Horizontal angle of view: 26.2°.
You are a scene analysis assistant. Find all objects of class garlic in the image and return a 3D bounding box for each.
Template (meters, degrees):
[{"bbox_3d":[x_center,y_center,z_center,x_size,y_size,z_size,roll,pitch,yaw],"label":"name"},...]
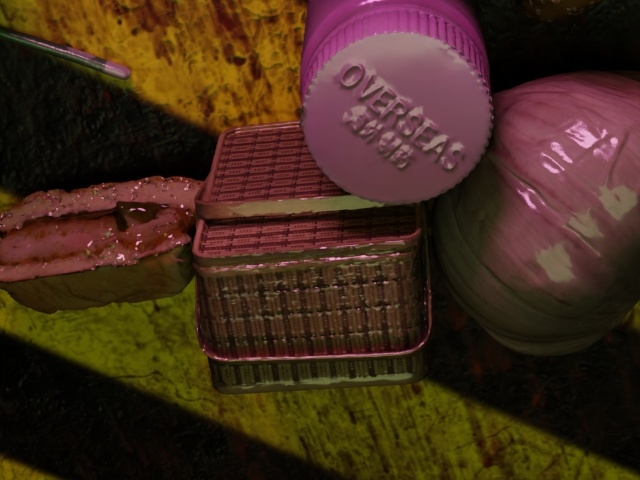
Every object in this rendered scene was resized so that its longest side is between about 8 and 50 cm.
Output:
[{"bbox_3d":[0.238,-0.034,1.385,0.317,0.317,0.259,-43,81,22],"label":"garlic"}]

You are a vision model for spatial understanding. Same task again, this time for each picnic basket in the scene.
[{"bbox_3d":[0.000,0.000,1.393,0.228,0.313,0.175,-4,118,6],"label":"picnic basket"}]

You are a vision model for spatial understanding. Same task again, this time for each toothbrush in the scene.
[{"bbox_3d":[-0.325,-0.215,1.456,0.257,0.018,0.024,18,111,-7],"label":"toothbrush"}]

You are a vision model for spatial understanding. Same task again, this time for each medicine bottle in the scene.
[{"bbox_3d":[0.070,-0.171,1.310,0.178,0.290,0.178,0,119,1],"label":"medicine bottle"}]

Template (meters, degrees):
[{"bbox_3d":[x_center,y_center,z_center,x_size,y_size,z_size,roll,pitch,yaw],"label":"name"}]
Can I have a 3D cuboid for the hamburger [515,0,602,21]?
[{"bbox_3d":[0.257,-0.284,1.286,0.189,0.215,0.122,-37,97,5],"label":"hamburger"}]

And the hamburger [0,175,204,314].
[{"bbox_3d":[-0.225,0.007,1.517,0.262,0.124,0.131,-8,146,19],"label":"hamburger"}]
